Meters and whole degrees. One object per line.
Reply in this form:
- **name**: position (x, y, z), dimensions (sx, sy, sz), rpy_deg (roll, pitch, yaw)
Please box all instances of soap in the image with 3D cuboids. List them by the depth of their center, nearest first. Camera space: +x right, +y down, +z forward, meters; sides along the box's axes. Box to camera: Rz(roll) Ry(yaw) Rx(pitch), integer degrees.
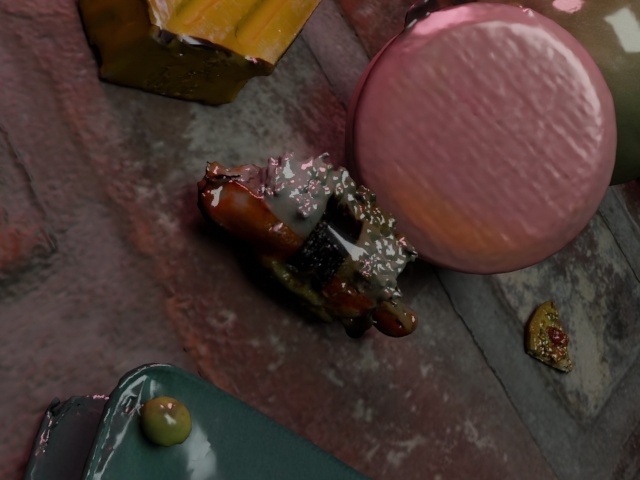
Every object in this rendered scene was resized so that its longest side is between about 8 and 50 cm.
- **soap**: position (-0.093, -0.211, 0.821), dimensions (0.160, 0.080, 0.258), rpy_deg (45, 43, -16)

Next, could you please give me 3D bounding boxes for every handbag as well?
- **handbag**: position (-0.057, 0.230, 0.591), dimensions (0.274, 0.100, 0.269), rpy_deg (33, 47, -29)

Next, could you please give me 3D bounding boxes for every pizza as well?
- **pizza**: position (0.252, 0.106, 1.044), dimensions (0.078, 0.025, 0.083), rpy_deg (47, 41, -13)

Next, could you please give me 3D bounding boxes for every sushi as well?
- **sushi**: position (0.003, -0.003, 0.792), dimensions (0.226, 0.103, 0.097), rpy_deg (42, 27, -24)

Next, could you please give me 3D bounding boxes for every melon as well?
- **melon**: position (0.281, -0.184, 1.068), dimensions (0.308, 0.271, 0.272), rpy_deg (14, 57, -64)

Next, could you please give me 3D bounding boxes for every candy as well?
- **candy**: position (0.140, -0.097, 0.891), dimensions (0.255, 0.255, 0.094), rpy_deg (56, -3, -7)
